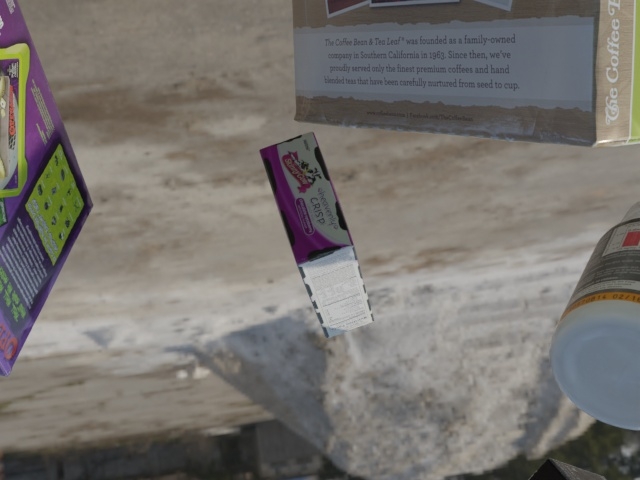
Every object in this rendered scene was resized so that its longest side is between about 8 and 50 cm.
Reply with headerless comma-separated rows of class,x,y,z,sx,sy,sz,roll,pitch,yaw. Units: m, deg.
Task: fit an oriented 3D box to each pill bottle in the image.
pill bottle,0.370,0.068,1.154,0.162,0.162,0.278,-18,-159,39

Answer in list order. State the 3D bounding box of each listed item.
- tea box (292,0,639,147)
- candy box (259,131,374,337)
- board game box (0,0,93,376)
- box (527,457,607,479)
tea box,0.193,-0.205,0.843,0.323,0.220,0.329,-9,-167,-36
candy box,0.000,0.000,1.239,0.071,0.159,0.233,-18,154,-1
board game box,-0.284,-0.063,0.846,0.056,0.208,0.347,7,143,9
box,0.352,0.379,1.339,0.158,0.156,0.093,27,107,-44
